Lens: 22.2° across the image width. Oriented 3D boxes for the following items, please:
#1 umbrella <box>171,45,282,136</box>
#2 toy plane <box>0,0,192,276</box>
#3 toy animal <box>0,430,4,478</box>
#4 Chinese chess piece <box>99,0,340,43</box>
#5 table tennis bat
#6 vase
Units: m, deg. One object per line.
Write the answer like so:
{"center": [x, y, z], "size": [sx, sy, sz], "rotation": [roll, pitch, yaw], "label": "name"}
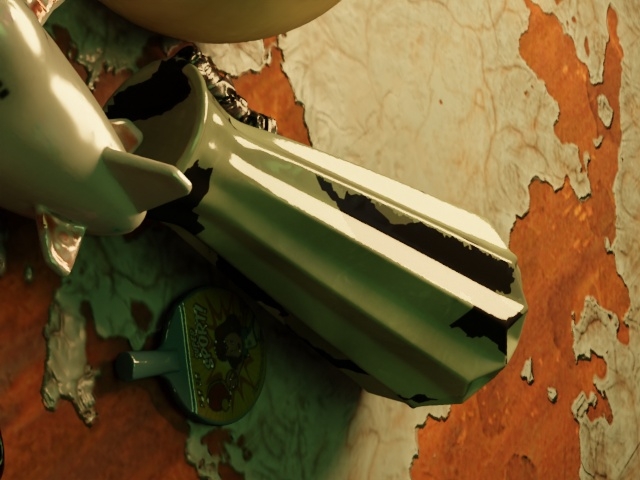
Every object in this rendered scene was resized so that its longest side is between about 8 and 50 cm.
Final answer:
{"center": [-0.062, -0.089, 1.201], "size": [0.144, 0.040, 0.037], "rotation": [47, 36, -38], "label": "umbrella"}
{"center": [-0.192, -0.091, 0.960], "size": [0.252, 0.118, 0.252], "rotation": [19, 62, -41], "label": "toy plane"}
{"center": [-0.246, 0.148, 0.876], "size": [0.218, 0.116, 0.179], "rotation": [-66, 161, -44], "label": "toy animal"}
{"center": [-0.075, -0.308, 1.151], "size": [0.338, 0.140, 0.338], "rotation": [18, 66, -49], "label": "Chinese chess piece"}
{"center": [-0.087, 0.082, 1.145], "size": [0.155, 0.019, 0.100], "rotation": [0, 83, -55], "label": "table tennis bat"}
{"center": [0.000, 0.000, 1.175], "size": [0.360, 0.165, 0.165], "rotation": [31, 58, -42], "label": "vase"}
